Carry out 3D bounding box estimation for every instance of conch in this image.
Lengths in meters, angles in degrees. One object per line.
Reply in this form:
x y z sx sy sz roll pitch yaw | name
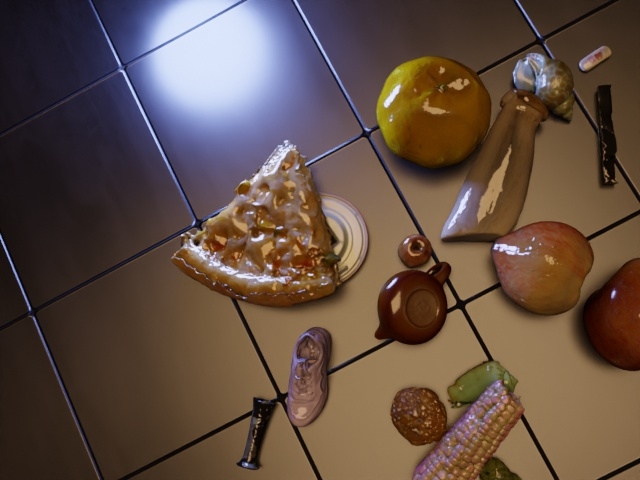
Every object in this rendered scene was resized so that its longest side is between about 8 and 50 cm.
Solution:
0.560 -0.389 1.880 0.173 0.106 0.116 33 94 27 | conch
0.377 0.337 1.797 0.170 0.079 0.105 -14 65 9 | conch
0.409 0.553 1.767 0.121 0.074 0.089 25 118 -5 | conch

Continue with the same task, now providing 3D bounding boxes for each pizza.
-0.120 0.018 1.876 0.435 0.080 0.392 -46 70 9 | pizza

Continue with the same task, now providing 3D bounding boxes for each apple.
0.712 0.160 1.701 0.254 0.253 0.253 -1 80 8 | apple
0.231 0.025 1.872 0.084 0.071 0.084 0 80 0 | apple

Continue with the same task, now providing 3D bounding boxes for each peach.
0.501 0.056 1.759 0.233 0.232 0.232 -1 80 8 | peach

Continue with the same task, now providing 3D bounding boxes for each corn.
0.332 0.465 1.731 0.127 0.127 0.335 36 98 12 | corn

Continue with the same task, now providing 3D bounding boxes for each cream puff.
0.230 0.410 1.788 0.126 0.103 0.144 -34 75 3 | cream puff

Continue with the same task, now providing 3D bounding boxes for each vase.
-0.157 0.470 1.859 0.059 0.059 0.167 13 83 10 | vase

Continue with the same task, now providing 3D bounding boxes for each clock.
0.000 0.000 1.918 0.245 0.056 0.244 -2 80 9 | clock

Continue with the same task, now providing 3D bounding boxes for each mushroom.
0.438 -0.161 1.844 0.154 0.137 0.407 24 91 24 | mushroom

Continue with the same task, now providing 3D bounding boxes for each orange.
0.273 -0.312 1.838 0.279 0.235 0.279 -1 77 5 | orange

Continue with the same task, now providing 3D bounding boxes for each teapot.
0.221 0.143 1.833 0.252 0.135 0.178 -48 111 -20 | teapot

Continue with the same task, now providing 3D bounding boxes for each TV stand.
0.699 -0.257 1.864 0.036 0.042 0.249 -2 80 11 | TV stand

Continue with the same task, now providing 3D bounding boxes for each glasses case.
0.686 -0.454 1.909 0.083 0.021 0.032 -34 79 2 | glasses case

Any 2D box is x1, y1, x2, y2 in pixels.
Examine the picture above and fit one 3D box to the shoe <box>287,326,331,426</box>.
-0.033 0.325 1.826 0.095 0.137 0.245 9 82 14 | shoe
